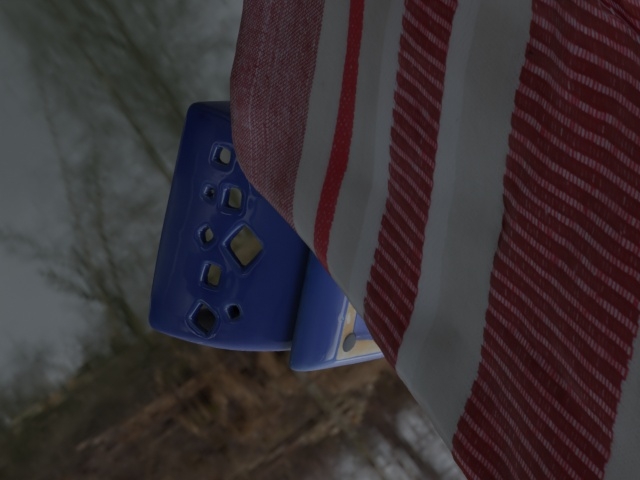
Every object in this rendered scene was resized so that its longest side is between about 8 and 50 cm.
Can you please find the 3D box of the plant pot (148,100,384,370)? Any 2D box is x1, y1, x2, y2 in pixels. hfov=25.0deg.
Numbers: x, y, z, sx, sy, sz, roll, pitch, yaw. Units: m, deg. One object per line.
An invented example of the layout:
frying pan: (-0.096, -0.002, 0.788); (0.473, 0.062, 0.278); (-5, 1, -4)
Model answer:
plant pot: (0.000, 0.000, 1.410); (0.236, 0.212, 0.236); (-5, 111, -52)

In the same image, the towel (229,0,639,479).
towel: (0.039, -0.040, 0.502); (0.037, 0.329, 0.237); (-12, 127, -20)
